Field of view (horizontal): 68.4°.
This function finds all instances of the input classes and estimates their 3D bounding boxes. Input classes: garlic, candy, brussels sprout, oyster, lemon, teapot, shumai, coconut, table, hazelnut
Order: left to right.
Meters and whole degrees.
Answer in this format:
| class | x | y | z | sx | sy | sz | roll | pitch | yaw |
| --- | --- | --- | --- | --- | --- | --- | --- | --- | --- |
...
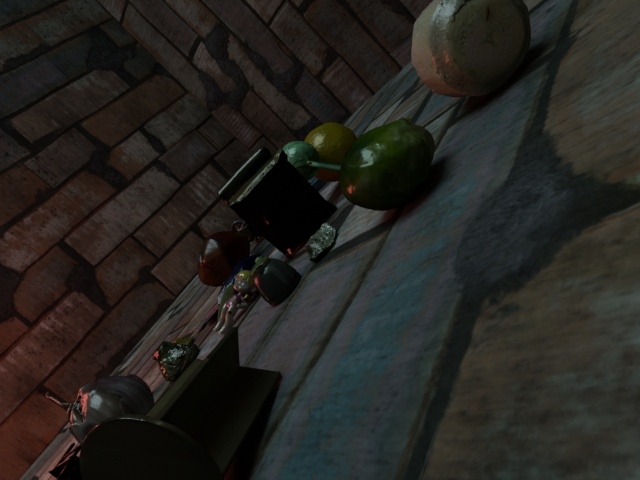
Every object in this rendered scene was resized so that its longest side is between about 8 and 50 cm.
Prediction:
| class | x | y | z | sx | sy | sz | roll | pitch | yaw |
| --- | --- | --- | --- | --- | --- | --- | --- | --- | --- |
| garlic | -0.499 | 0.410 | 1.052 | 0.256 | 0.207 | 0.207 | -6 | 21 | 7 |
| shumai | -0.388 | 0.301 | 1.241 | 0.124 | 0.087 | 0.099 | -43 | 11 | 8 |
| table | -0.147 | 0.217 | 0.582 | 0.167 | 0.167 | 0.227 | -41 | 4 | 22 |
| hazelnut | -0.346 | 0.058 | 1.682 | 0.212 | 0.181 | 0.181 | -51 | 28 | 29 |
| teapot | -0.110 | 0.079 | 1.008 | 0.092 | 0.091 | 0.124 | -50 | 13 | -24 |
| oyster | 0.001 | 0.000 | 1.016 | 0.098 | 0.037 | 0.100 | -48 | 12 | -8 |
| candy | 0.023 | -0.190 | 1.202 | 0.119 | 0.119 | 0.440 | -49 | 33 | -13 |
| lemon | 0.036 | -0.264 | 1.434 | 0.178 | 0.178 | 0.203 | -43 | 43 | 16 |
| brussels sprout | 0.113 | -0.130 | 0.816 | 0.180 | 0.144 | 0.161 | -27 | -25 | -44 |
| coconut | 0.280 | -0.389 | 0.928 | 0.224 | 0.224 | 0.234 | -44 | 24 | 8 |

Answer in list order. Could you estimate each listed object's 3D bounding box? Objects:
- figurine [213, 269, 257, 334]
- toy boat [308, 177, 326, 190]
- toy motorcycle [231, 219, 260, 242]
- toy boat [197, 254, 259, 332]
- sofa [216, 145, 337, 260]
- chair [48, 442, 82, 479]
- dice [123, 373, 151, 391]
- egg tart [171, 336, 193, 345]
| class | x | y | z | sx | sy | sz | roll | pitch | yaw |
| --- | --- | --- | --- | --- | --- | --- | --- | --- | --- |
| figurine | -0.208 | 0.152 | 1.195 | 0.187 | 0.083 | 0.083 | -63 | 17 | -17 |
| toy boat | -0.035 | -0.234 | 1.768 | 0.238 | 0.098 | 0.109 | -41 | 10 | 23 |
| toy motorcycle | -0.260 | -0.067 | 1.957 | 0.275 | 0.127 | 0.205 | -35 | 16 | 18 |
| toy boat | -0.286 | 0.170 | 1.384 | 0.318 | 0.072 | 0.219 | -48 | 9 | 8 |
| sofa | -0.118 | -0.105 | 1.253 | 0.200 | 0.258 | 0.182 | -47 | 26 | -2 |
| chair | -0.577 | 0.551 | 1.083 | 0.101 | 0.084 | 0.212 | -39 | 14 | 18 |
| dice | -0.527 | 0.429 | 1.282 | 0.094 | 0.091 | 0.093 | -45 | 12 | 1 |
| egg tart | -0.439 | 0.329 | 1.417 | 0.129 | 0.049 | 0.129 | -42 | 12 | 11 |
